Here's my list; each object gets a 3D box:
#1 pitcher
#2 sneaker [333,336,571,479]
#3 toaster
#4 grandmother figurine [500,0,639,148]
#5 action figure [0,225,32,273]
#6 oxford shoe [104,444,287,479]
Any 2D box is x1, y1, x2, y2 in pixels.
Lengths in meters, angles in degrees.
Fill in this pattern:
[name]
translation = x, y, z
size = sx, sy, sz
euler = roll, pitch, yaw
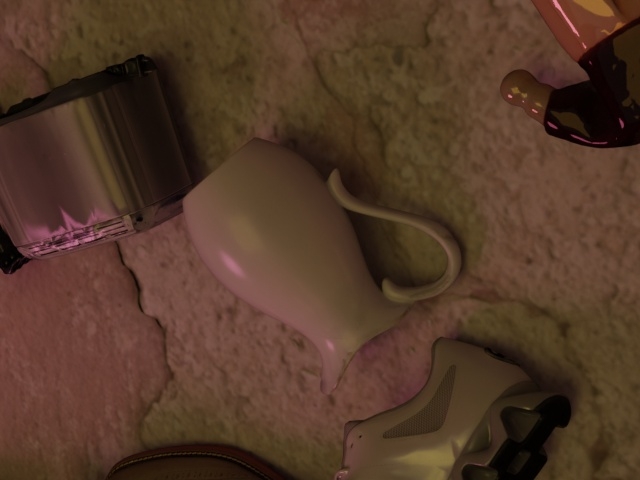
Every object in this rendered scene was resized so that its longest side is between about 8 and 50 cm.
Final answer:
[pitcher]
translation = 0.000, 0.000, 1.121
size = 0.178, 0.125, 0.207
euler = -40, 94, 13
[sneaker]
translation = 0.057, 0.229, 1.107
size = 0.146, 0.122, 0.330
euler = 35, 85, 33
[toaster]
translation = -0.211, -0.074, 1.209
size = 0.227, 0.129, 0.146
euler = -15, 102, 31
[grandmother figurine]
translation = 0.216, -0.147, 0.947
size = 0.208, 0.104, 0.342
euler = -37, 82, 43
[action figure]
translation = -0.385, -0.077, 1.298
size = 0.141, 0.164, 0.276
euler = -26, 101, 44
[oxford shoe]
translation = -0.085, 0.281, 1.242
size = 0.348, 0.130, 0.123
euler = 6, 109, 30
